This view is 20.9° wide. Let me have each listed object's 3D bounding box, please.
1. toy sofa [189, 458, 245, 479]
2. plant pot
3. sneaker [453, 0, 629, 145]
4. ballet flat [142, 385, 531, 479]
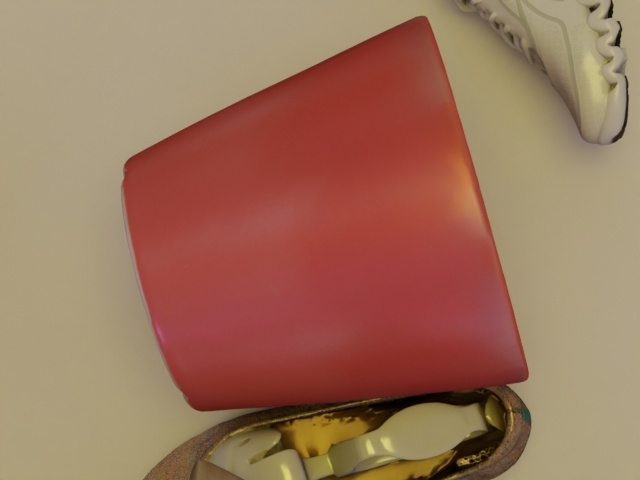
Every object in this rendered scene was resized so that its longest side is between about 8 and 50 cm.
[{"bbox_3d":[-0.084,0.351,1.183,0.177,0.150,0.363,26,96,-6],"label":"toy sofa"},{"bbox_3d":[0.000,0.000,1.261,0.243,0.275,0.275,-16,80,6],"label":"plant pot"},{"bbox_3d":[0.160,-0.199,1.375,0.118,0.110,0.292,-21,72,2],"label":"sneaker"},{"bbox_3d":[0.005,0.162,1.292,0.316,0.106,0.108,-18,80,-5],"label":"ballet flat"}]
